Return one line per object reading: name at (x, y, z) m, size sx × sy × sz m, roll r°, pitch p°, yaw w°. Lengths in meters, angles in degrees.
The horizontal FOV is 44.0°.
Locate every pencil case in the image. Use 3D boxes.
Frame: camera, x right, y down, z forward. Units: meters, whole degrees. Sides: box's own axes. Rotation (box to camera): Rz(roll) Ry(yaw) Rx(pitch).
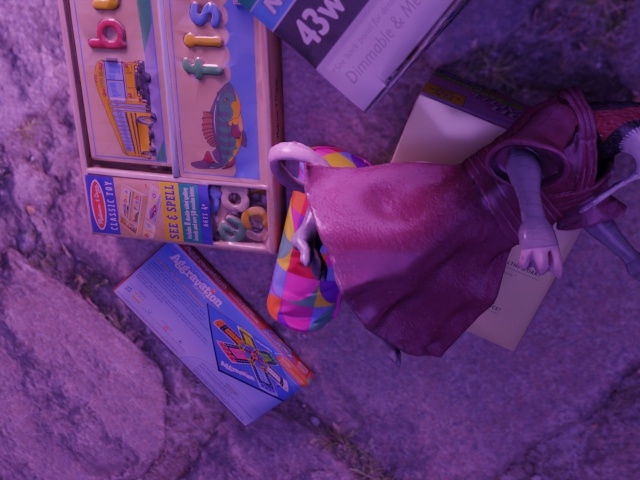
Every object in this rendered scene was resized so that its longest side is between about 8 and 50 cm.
pencil case at (0.000, 0.000, 0.984) m, size 0.104 × 0.104 × 0.236 m, roll 20°, pitch 120°, yaw 7°

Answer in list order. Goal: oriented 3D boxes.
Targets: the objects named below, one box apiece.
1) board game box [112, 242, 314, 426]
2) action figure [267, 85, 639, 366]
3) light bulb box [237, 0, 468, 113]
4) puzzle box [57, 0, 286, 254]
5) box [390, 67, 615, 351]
board game box at (-0.154, 0.131, 1.134) m, size 0.145 × 0.027 × 0.281 m, roll -38°, pitch 99°, yaw 30°
action figure at (0.176, -0.044, 0.763) m, size 0.370 × 0.248 × 0.276 m, roll -35°, pitch 58°, yaw 16°
light bulb box at (0.101, -0.341, 0.639) m, size 0.225 × 0.361 × 0.358 m, roll 40°, pitch 120°, yaw -4°
puzzle box at (-0.181, -0.186, 0.978) m, size 0.272 × 0.052 × 0.409 m, roll 6°, pitch 116°, yaw 15°
box at (0.175, -0.035, 0.901) m, size 0.213 × 0.117 × 0.243 m, roll 23°, pitch 120°, yaw 6°
